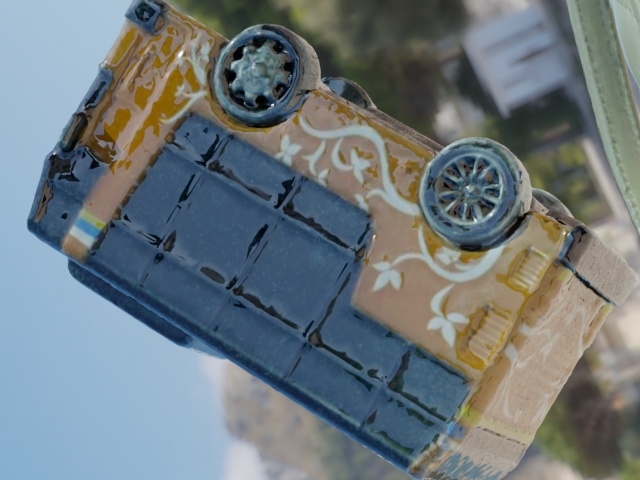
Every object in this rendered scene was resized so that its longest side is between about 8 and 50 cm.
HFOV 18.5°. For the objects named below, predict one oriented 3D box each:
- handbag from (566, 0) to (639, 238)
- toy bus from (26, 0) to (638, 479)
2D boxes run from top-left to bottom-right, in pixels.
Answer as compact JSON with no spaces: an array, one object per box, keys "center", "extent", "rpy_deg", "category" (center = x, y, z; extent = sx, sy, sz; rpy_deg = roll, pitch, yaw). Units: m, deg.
[{"center":[0.140,-0.104,0.725],"extent":[0.219,0.079,0.256],"rpy_deg":[117,142,-69],"category":"handbag"},{"center":[0.000,0.000,0.999],"extent":[0.275,0.167,0.138],"rpy_deg":[32,-179,22],"category":"toy bus"}]
